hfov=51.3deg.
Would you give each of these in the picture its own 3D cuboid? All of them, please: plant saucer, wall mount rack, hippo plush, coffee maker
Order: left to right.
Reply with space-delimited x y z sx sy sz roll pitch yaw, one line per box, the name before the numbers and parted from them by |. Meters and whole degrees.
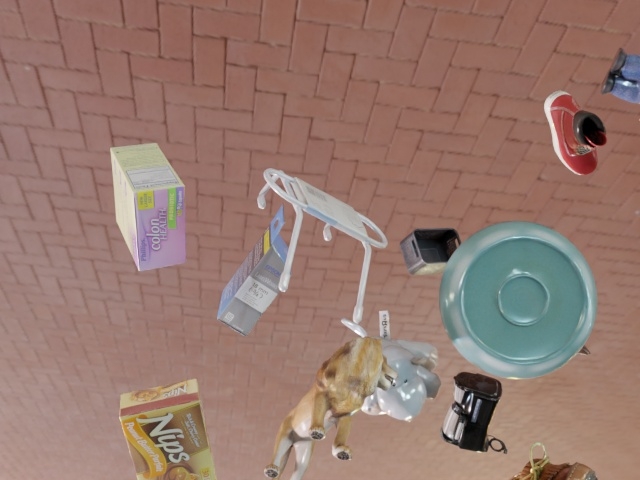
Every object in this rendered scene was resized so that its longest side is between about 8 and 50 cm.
wall mount rack | 0.000 0.000 1.418 0.350 0.304 0.130 26 116 -34
hippo plush | 0.210 0.321 1.665 0.234 0.294 0.236 -11 177 -8
coffee maker | 0.412 0.443 1.724 0.171 0.120 0.178 7 114 -8
plant saucer | 0.396 0.118 1.317 0.318 0.317 0.044 2 178 0

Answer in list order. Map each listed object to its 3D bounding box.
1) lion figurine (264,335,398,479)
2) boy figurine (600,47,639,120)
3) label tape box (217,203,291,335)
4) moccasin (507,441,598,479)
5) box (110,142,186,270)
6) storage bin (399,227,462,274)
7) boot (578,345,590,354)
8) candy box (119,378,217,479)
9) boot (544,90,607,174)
lion figurine | -0.010 0.367 1.372 0.142 0.240 0.392 37 123 -17
boy figurine | 0.747 -0.320 1.391 0.285 0.092 0.177 20 122 14
label tape box | -0.158 0.080 1.921 0.106 0.240 0.333 34 101 -13
moccasin | 0.500 0.548 1.489 0.147 0.139 0.380 38 165 15
box | -0.416 -0.087 1.608 0.117 0.243 0.213 -10 125 -24
storage bin | 0.353 0.034 2.092 0.180 0.122 0.084 -1 153 -30
boot | 0.554 0.273 1.547 0.106 0.037 0.114 29 113 -21
candy box | -0.363 0.499 1.622 0.183 0.087 0.316 -10 119 -11
boot | 0.622 -0.220 1.561 0.088 0.176 0.244 -34 125 7
